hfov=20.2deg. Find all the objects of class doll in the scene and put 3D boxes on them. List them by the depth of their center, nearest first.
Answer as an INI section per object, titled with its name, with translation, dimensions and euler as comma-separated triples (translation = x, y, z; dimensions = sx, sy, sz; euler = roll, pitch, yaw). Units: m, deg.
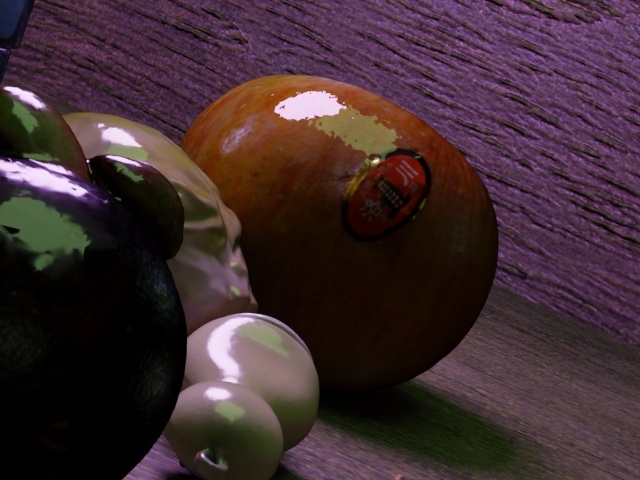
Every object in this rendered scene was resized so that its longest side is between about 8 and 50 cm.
[doll]
translation = -0.078, 0.151, 1.586
dimensions = 0.141, 0.117, 0.296
euler = 35, 21, -2

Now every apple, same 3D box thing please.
[apple]
translation = 0.000, 0.000, 2.063
dimensions = 0.400, 0.333, 0.400
euler = 32, -8, 5

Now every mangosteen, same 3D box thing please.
[mangosteen]
translation = -0.217, 0.049, 1.234
dimensions = 0.288, 0.288, 0.288
euler = 21, 8, -3

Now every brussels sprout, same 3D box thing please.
[brussels sprout]
translation = -0.214, 0.003, 1.794
dimensions = 0.274, 0.242, 0.316
euler = 39, 0, -38

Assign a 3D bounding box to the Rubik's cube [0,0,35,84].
[Rubik's cube]
translation = -0.554, -0.240, 2.084
dimensions = 0.363, 0.358, 0.362
euler = 15, 11, -22
